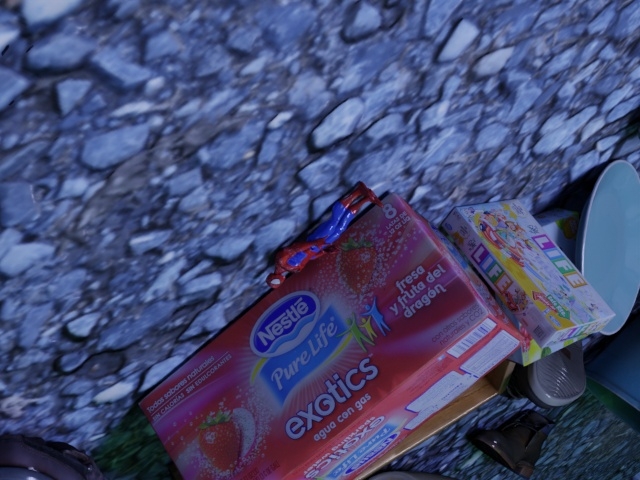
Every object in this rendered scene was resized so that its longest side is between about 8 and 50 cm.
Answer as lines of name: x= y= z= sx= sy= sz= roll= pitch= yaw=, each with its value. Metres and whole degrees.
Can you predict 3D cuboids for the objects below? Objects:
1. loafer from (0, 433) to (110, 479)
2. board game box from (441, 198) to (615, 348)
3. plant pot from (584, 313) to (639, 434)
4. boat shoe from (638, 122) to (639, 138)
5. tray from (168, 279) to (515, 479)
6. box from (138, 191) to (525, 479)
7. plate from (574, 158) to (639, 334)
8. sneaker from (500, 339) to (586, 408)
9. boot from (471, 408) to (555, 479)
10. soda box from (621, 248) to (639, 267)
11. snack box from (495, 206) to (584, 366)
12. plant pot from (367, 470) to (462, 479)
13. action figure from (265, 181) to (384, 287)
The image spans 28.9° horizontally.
loafer: x=-0.232 y=0.217 z=1.056 sx=0.109 sy=0.095 sz=0.302 roll=-5 pitch=150 yaw=5
board game box: x=0.196 y=0.028 z=1.169 sx=0.103 sy=0.154 sz=0.026 roll=-9 pitch=143 yaw=-47
plant pot: x=0.573 y=0.190 z=1.852 sx=0.255 sy=0.271 sz=0.271 roll=-50 pitch=156 yaw=-4
boat shoe: x=0.454 y=-0.170 z=1.267 sx=0.319 sy=0.116 sz=0.099 roll=-33 pitch=-160 yaw=-25
tray: x=0.034 y=0.203 z=1.372 sx=0.411 sy=0.076 sz=0.203 roll=-30 pitch=155 yaw=-16
box: x=0.014 y=0.117 z=1.104 sx=0.300 sy=0.142 sz=0.154 roll=-40 pitch=156 yaw=9
plate: x=0.306 y=0.007 z=1.323 sx=0.188 sy=0.024 sz=0.188 roll=-13 pitch=106 yaw=-56
sneaker: x=0.258 y=0.173 z=1.529 sx=0.118 sy=0.083 sz=0.222 roll=-42 pitch=180 yaw=23
boot: x=0.301 y=0.298 z=1.922 sx=0.106 sy=0.082 sz=0.219 roll=-58 pitch=152 yaw=-5
soda box: x=0.316 y=0.024 z=1.427 sx=0.210 sy=0.067 sz=0.071 roll=-24 pitch=154 yaw=-24
snack box: x=0.229 y=0.048 z=1.297 sx=0.100 sy=0.037 sz=0.141 roll=-21 pitch=112 yaw=-33
plant pot: x=0.151 y=0.435 z=1.780 sx=0.256 sy=0.256 sz=0.274 roll=-38 pitch=139 yaw=4
action figure: x=0.000 y=0.000 z=1.018 sx=0.115 sy=0.030 sz=0.038 roll=-38 pitch=161 yaw=9
